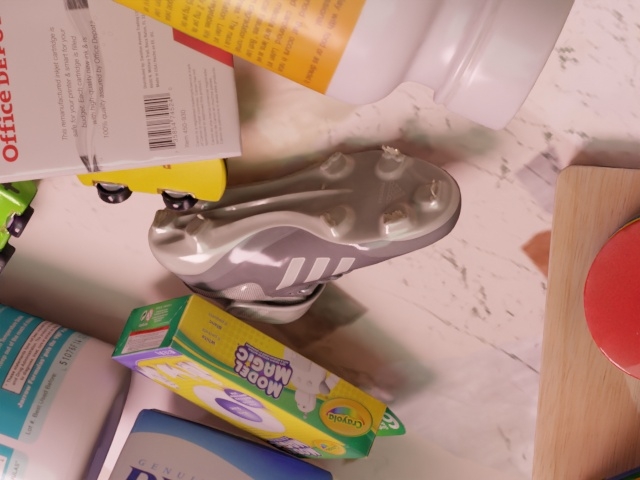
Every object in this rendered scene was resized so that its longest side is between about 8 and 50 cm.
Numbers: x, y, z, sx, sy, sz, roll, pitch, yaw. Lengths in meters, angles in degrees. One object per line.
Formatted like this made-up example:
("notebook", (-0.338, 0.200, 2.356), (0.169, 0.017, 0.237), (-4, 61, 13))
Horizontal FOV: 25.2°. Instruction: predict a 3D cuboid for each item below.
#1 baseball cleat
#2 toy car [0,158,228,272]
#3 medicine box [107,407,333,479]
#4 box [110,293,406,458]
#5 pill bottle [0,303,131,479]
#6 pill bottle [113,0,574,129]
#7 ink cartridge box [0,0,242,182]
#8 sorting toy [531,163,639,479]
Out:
("baseball cleat", (0.000, 0.000, 0.867), (0.206, 0.072, 0.109), (-3, 144, 28))
("toy car", (-0.188, -0.058, 0.878), (0.239, 0.053, 0.225), (32, 135, -9))
("medicine box", (-0.115, 0.314, 1.006), (0.149, 0.289, 0.263), (19, 145, 3))
("box", (-0.039, 0.098, 0.943), (0.179, 0.043, 0.105), (30, 159, -22))
("pill bottle", (-0.275, 0.101, 0.993), (0.264, 0.146, 0.146), (21, 135, 1))
("pill bottle", (-0.007, -0.146, 0.670), (0.245, 0.136, 0.136), (24, 135, -2))
("ink cartridge box", (-0.114, -0.088, 0.762), (0.135, 0.056, 0.099), (-6, 100, -5))
("sorting toy", (0.238, 0.098, 0.747), (0.255, 0.089, 0.257), (5, 96, 16))
